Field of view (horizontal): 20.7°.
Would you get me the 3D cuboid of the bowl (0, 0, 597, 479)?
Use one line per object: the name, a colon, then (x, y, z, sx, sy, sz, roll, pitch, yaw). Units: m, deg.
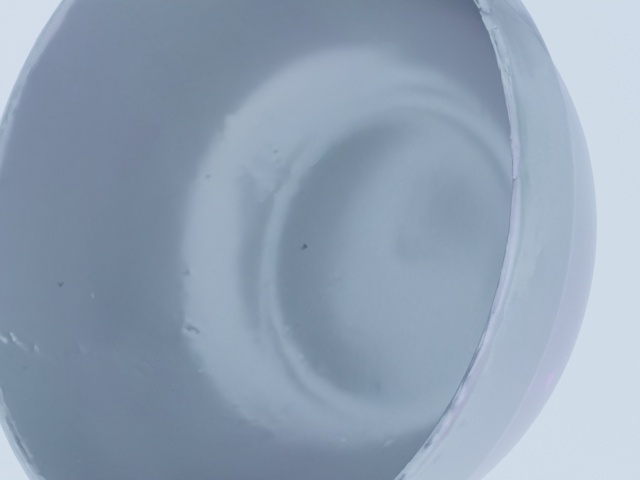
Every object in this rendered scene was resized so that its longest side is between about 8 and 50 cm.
bowl: (0.000, 0.000, 0.744, 0.287, 0.144, 0.287, -8, -103, 38)
